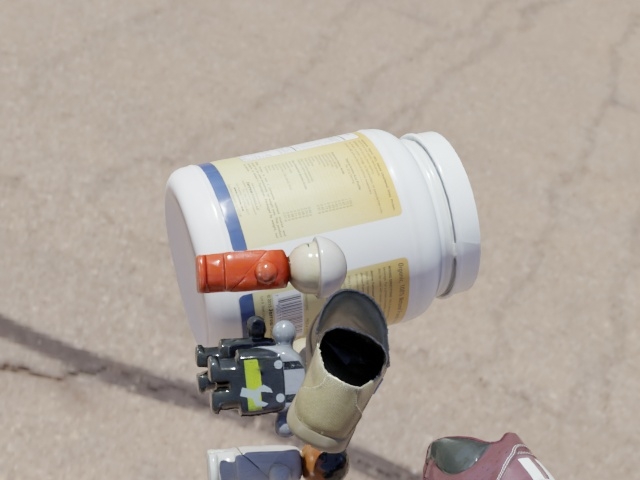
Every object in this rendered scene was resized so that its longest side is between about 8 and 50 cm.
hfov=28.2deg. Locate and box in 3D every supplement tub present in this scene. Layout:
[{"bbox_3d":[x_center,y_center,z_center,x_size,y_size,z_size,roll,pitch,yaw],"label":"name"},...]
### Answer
[{"bbox_3d":[0.000,0.000,1.446,0.316,0.228,0.228,-12,45,-15],"label":"supplement tub"}]

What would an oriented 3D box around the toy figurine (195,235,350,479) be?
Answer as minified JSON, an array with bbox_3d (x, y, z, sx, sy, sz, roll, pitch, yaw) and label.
[{"bbox_3d":[-0.038,0.121,1.196,0.148,0.213,0.210,-3,42,-9],"label":"toy figurine"}]

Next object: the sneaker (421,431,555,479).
[{"bbox_3d":[0.096,0.278,1.128,0.106,0.281,0.162,44,11,-31],"label":"sneaker"}]

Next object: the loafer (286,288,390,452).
[{"bbox_3d":[0.019,0.072,0.790,0.056,0.050,0.148,27,31,-8],"label":"loafer"}]
